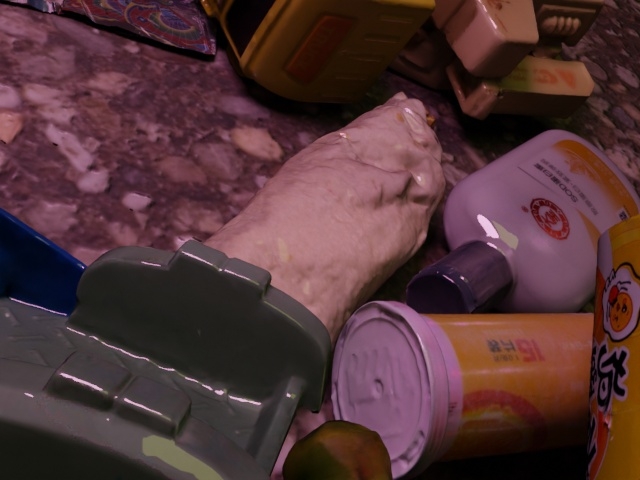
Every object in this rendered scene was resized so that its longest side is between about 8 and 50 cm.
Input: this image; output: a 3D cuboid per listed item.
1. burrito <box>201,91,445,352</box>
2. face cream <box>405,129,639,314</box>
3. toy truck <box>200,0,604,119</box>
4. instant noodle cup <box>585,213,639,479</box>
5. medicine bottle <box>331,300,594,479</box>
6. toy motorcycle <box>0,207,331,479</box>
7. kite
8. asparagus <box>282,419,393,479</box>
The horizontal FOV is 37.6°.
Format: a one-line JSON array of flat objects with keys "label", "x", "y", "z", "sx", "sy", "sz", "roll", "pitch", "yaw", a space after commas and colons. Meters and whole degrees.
[{"label": "burrito", "x": 0.000, "y": 0.000, "z": 0.666, "sx": 0.117, "sy": 0.076, "sz": 0.392, "roll": 47, "pitch": 42, "yaw": 0}, {"label": "face cream", "x": 0.167, "y": -0.003, "z": 0.765, "sx": 0.291, "sy": 0.071, "sz": 0.144, "roll": -27, "pitch": 74, "yaw": -45}, {"label": "toy truck", "x": 0.091, "y": -0.230, "z": 0.885, "sx": 0.405, "sy": 0.181, "sz": 0.254, "roll": -3, "pitch": 57, "yaw": -37}, {"label": "instant noodle cup", "x": 0.259, "y": 0.089, "z": 0.501, "sx": 0.264, "sy": 0.264, "sz": 0.200, "roll": 7, "pitch": 76, "yaw": -25}, {"label": "medicine bottle", "x": 0.217, "y": 0.096, "z": 0.668, "sx": 0.425, "sy": 0.108, "sz": 0.108, "roll": 2, "pitch": 47, "yaw": -30}, {"label": "toy motorcycle", "x": -0.162, "y": 0.048, "z": 0.404, "sx": 0.326, "sy": 0.200, "sz": 0.191, "roll": 24, "pitch": 19, "yaw": 1}, {"label": "kite", "x": -0.227, "y": -0.229, "z": 0.817, "sx": 0.285, "sy": 0.015, "sz": 0.152, "roll": 9, "pitch": 41, "yaw": -27}, {"label": "asparagus", "x": 0.021, "y": 0.161, "z": 0.424, "sx": 0.067, "sy": 0.060, "sz": 0.278, "roll": -2, "pitch": 15, "yaw": -8}]
